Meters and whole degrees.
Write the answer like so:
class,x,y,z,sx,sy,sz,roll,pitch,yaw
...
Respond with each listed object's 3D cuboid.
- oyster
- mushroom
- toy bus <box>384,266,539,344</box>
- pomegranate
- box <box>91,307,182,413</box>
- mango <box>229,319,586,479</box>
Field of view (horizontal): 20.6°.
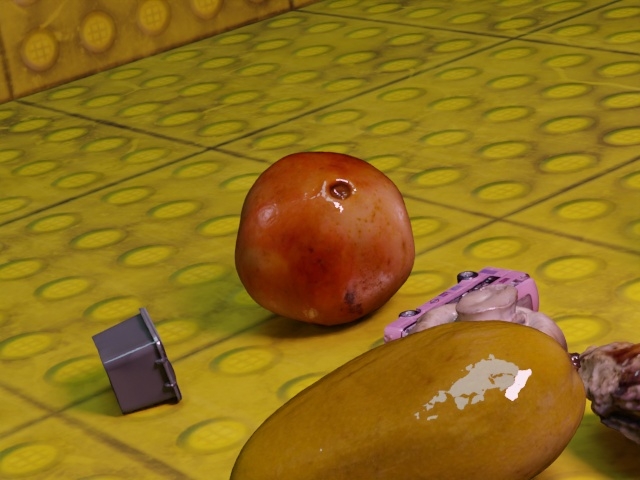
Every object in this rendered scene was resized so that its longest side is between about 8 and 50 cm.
class,x,y,z,sx,sy,sz,roll,pitch,yaw
oyster,0.370,0.147,1.557,0.271,0.100,0.275,9,7,-3
mushroom,0.159,0.111,1.735,0.166,0.127,0.166,-8,15,2
toy bus,0.156,0.086,1.903,0.090,0.063,0.203,9,26,40
pomegranate,0.001,-0.005,2.018,0.209,0.209,0.209,-8,20,3
box,-0.201,0.133,1.916,0.069,0.084,0.122,-20,20,-8
mango,0.077,0.168,1.576,0.331,0.142,0.195,-15,31,8
